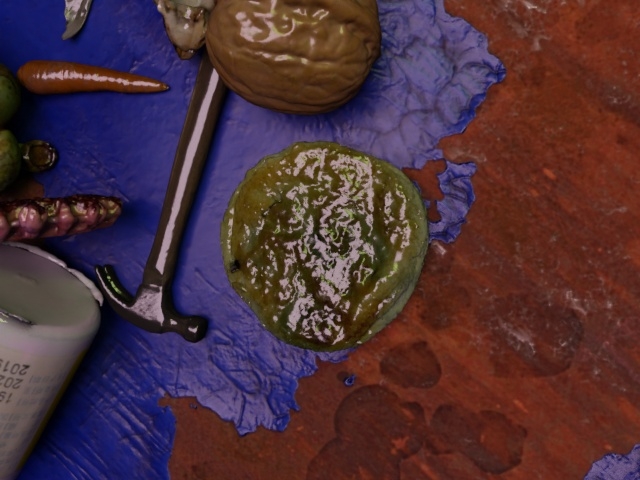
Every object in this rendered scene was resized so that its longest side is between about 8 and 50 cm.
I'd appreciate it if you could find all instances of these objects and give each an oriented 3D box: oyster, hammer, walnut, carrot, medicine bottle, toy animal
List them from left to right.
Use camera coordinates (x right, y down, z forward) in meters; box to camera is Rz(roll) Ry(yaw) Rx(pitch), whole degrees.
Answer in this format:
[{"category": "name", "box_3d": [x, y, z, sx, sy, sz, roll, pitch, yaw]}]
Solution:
[{"category": "medicine bottle", "box_3d": [-0.458, 0.203, 0.930, 0.213, 0.213, 0.379, 34, 102, 9]}, {"category": "toy animal", "box_3d": [-0.333, -0.392, 0.968, 0.155, 0.095, 0.219, -8, 90, 15]}, {"category": "carrot", "box_3d": [-0.314, -0.222, 0.993, 0.216, 0.048, 0.048, 4, 91, 5]}, {"category": "oyster", "box_3d": [-0.190, -0.402, 0.894, 0.133, 0.197, 0.337, -4, 80, -32]}, {"category": "hammer", "box_3d": [-0.176, -0.091, 0.966, 0.168, 0.044, 0.440, 18, 93, 9]}, {"category": "walnut", "box_3d": [-0.028, -0.248, 0.862, 0.213, 0.213, 0.214, 0, 90, 11]}]

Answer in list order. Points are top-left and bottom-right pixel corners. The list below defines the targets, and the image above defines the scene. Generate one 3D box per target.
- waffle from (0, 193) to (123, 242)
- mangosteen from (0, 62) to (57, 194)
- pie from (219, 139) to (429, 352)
[{"category": "waffle", "box_3d": [-0.374, -0.028, 0.914, 0.234, 0.221, 0.056, -5, 96, 18]}, {"category": "mangosteen", "box_3d": [-0.549, -0.164, 0.945, 0.306, 0.359, 0.306, -5, 84, 45]}, {"category": "pie", "box_3d": [0.000, 0.000, 0.913, 0.276, 0.078, 0.277, 0, 89, 10]}]
